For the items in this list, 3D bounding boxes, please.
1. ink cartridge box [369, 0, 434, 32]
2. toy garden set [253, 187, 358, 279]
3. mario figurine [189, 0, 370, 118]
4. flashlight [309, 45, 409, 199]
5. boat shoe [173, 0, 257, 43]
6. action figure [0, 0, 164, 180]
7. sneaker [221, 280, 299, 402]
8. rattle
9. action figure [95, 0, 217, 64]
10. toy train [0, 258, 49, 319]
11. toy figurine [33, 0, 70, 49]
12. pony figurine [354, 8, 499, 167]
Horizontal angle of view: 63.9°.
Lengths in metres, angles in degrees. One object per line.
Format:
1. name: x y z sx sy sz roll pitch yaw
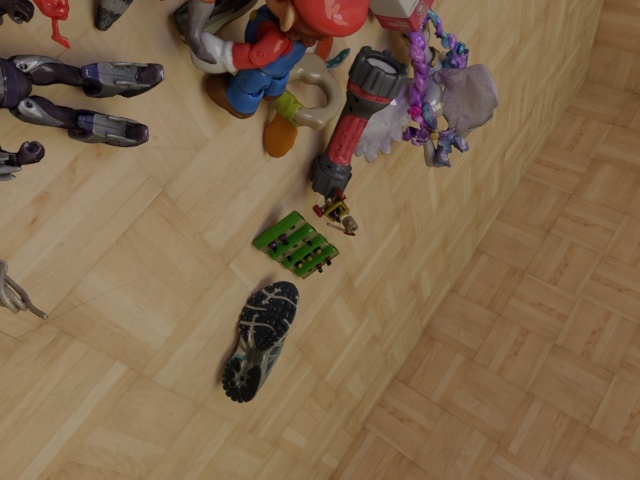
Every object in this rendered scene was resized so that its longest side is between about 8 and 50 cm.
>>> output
1. ink cartridge box: 0.137 -0.508 0.917 0.218 0.092 0.159 30 88 -53
2. toy garden set: 0.000 0.000 1.106 0.203 0.049 0.244 -36 152 7
3. mario figurine: -0.057 -0.302 0.667 0.170 0.320 0.198 19 65 -24
4. flashlight: 0.061 -0.208 0.981 0.103 0.103 0.304 -27 152 -44
5. boat shoe: -0.134 -0.325 0.692 0.152 0.056 0.049 -52 155 -19
6. action figure: -0.298 -0.156 0.518 0.285 0.099 0.185 -14 113 -61
7. sneaker: -0.128 0.214 1.146 0.283 0.110 0.122 -63 169 7
8. rattle: -0.022 -0.260 0.923 0.143 0.130 0.200 94 6 -58
9. action figure: -0.198 -0.386 0.495 0.341 0.178 0.330 12 99 -32
10. toy train: -0.354 0.009 0.429 0.143 0.248 0.105 -5 119 -52
11. toy figurine: -0.088 -0.285 0.371 0.362 0.217 0.191 -32 128 -12
12. pony figurine: 0.236 -0.315 1.135 0.363 0.302 0.351 41 46 -57
